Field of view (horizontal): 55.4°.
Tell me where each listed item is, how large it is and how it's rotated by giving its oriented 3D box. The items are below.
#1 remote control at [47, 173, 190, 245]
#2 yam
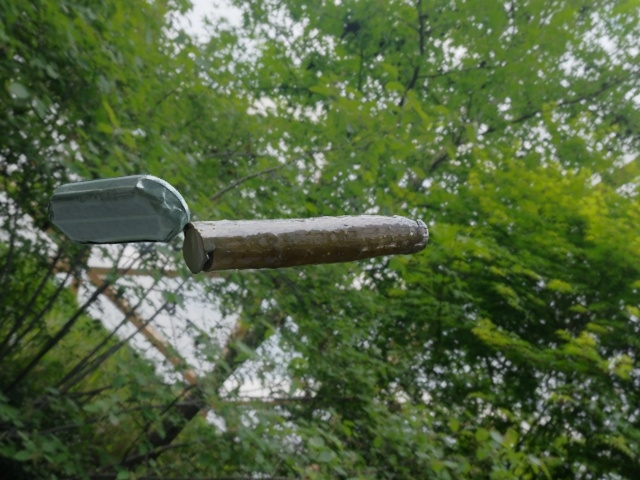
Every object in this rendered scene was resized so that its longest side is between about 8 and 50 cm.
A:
[{"bbox_3d":[-0.297,-0.039,0.881,0.247,0.052,0.104,-3,-51,29],"label":"remote control"},{"bbox_3d":[0.000,0.000,0.555,0.046,0.264,0.046,5,-84,51],"label":"yam"}]
